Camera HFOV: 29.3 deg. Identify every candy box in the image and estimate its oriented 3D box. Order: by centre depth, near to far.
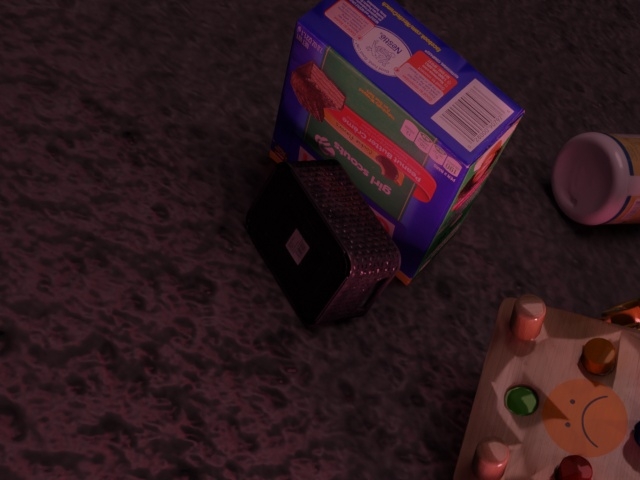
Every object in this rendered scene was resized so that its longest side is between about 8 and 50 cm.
[{"bbox_3d":[0.078,-0.129,1.516,0.268,0.317,0.122,42,66,13],"label":"candy box"}]

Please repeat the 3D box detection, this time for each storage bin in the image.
[{"bbox_3d":[0.000,0.000,1.482,0.084,0.122,0.180,-5,52,-40],"label":"storage bin"}]

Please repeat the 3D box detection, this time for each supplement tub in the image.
[{"bbox_3d":[0.477,-0.096,1.919,0.200,0.144,0.144,-1,50,-38],"label":"supplement tub"}]

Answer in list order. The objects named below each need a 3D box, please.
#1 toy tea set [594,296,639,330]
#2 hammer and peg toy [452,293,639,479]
[{"bbox_3d":[0.377,0.093,1.588,0.336,0.200,0.124,-20,91,-43],"label":"toy tea set"},{"bbox_3d":[0.287,0.250,1.345,0.266,0.127,0.361,14,60,9],"label":"hammer and peg toy"}]
